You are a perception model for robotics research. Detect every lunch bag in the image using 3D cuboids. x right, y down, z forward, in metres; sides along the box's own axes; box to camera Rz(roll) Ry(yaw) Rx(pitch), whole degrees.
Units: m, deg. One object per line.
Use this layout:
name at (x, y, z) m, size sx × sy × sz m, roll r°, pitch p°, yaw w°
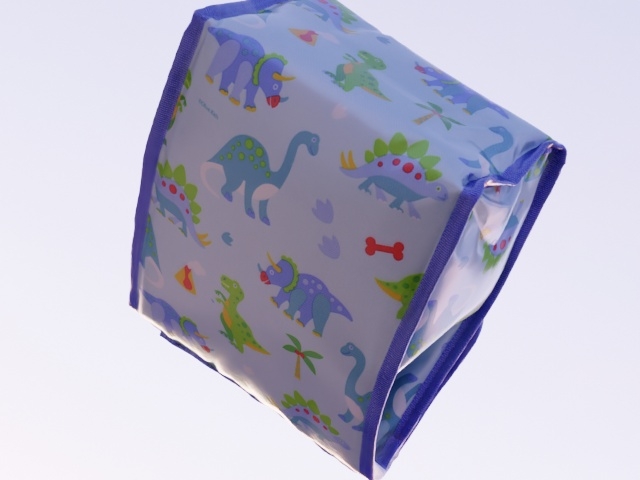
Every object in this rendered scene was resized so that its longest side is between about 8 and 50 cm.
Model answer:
lunch bag at (0.000, 0.000, 0.657) m, size 0.129 × 0.096 × 0.151 m, roll 35°, pitch -60°, yaw 21°
